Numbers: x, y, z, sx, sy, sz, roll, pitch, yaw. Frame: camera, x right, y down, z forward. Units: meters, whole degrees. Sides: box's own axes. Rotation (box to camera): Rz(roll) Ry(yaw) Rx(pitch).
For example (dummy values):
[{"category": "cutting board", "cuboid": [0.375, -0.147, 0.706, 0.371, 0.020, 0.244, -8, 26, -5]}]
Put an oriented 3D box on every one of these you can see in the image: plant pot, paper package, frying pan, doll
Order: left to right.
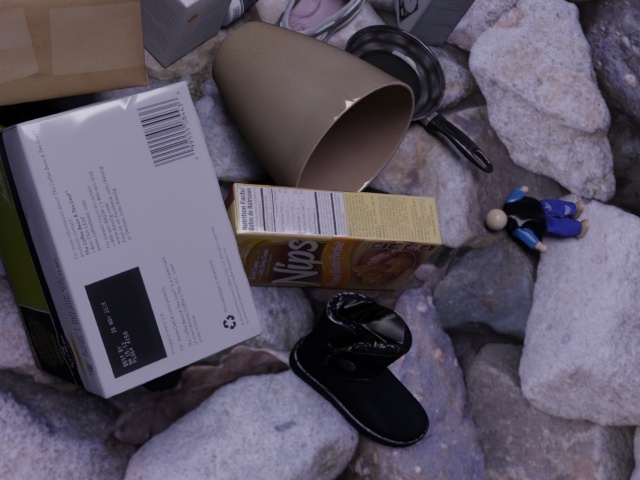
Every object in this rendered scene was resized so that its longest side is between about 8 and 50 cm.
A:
[{"category": "paper package", "cuboid": [-0.443, -0.317, 1.494, 0.325, 0.168, 0.309, -13, 29, -24]}, {"category": "plant pot", "cuboid": [-0.036, -0.220, 1.657, 0.256, 0.256, 0.274, -33, 63, -30]}, {"category": "frying pan", "cuboid": [0.182, -0.259, 1.848, 0.326, 0.053, 0.197, 29, 59, -7]}, {"category": "doll", "cuboid": [0.374, -0.035, 1.812, 0.189, 0.046, 0.129, 1, 64, -20]}]

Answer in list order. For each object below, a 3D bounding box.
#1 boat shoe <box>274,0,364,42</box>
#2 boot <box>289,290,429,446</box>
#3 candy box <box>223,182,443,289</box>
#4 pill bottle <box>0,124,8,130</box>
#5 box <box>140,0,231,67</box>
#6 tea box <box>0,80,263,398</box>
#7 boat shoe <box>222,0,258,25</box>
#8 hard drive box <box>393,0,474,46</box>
[{"category": "boat shoe", "cuboid": [0.009, -0.429, 1.835, 0.118, 0.103, 0.320, 37, 59, 0]}, {"category": "boot", "cuboid": [0.083, 0.189, 1.500, 0.246, 0.207, 0.094, 37, 58, -1]}, {"category": "candy box", "cuboid": [0.000, 0.000, 1.575, 0.316, 0.183, 0.087, 2, 64, -20]}, {"category": "pill bottle", "cuboid": [-0.514, -0.130, 1.484, 0.215, 0.117, 0.117, 28, 59, -6]}, {"category": "box", "cuboid": [-0.218, -0.385, 1.688, 0.091, 0.170, 0.130, 46, 58, 5]}, {"category": "tea box", "cuboid": [-0.274, -0.005, 1.335, 0.220, 0.323, 0.329, -21, 101, -28]}, {"category": "boat shoe", "cuboid": [-0.224, -0.505, 1.784, 0.301, 0.108, 0.102, 45, 59, 2]}, {"category": "hard drive box", "cuboid": [0.212, -0.488, 1.865, 0.089, 0.232, 0.181, 1, 64, -20]}]
